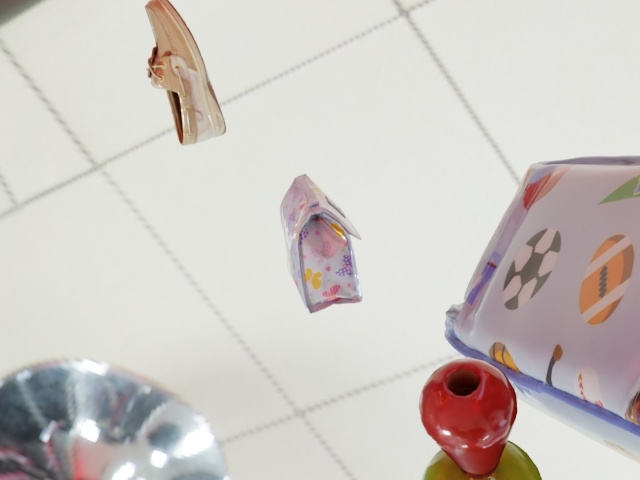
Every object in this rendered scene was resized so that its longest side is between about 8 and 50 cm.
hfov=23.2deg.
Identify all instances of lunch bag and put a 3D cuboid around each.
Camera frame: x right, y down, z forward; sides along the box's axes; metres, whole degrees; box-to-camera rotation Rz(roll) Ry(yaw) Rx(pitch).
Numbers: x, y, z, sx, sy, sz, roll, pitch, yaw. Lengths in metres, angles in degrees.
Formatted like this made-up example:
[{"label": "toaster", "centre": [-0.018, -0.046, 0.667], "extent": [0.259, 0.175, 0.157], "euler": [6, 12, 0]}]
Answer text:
[{"label": "lunch bag", "centre": [0.195, 0.069, 0.591], "extent": [0.243, 0.303, 0.115], "euler": [31, 90, -18]}, {"label": "lunch bag", "centre": [0.000, 0.000, 1.140], "extent": [0.053, 0.071, 0.083], "euler": [-14, 114, -8]}]

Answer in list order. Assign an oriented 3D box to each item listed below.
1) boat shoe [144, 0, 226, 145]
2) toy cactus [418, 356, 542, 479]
[{"label": "boat shoe", "centre": [-0.121, -0.140, 1.307], "extent": [0.045, 0.050, 0.135], "euler": [-28, 115, -13]}, {"label": "toy cactus", "centre": [0.054, 0.151, 0.338], "extent": [0.112, 0.219, 0.180], "euler": [-15, 150, -7]}]
